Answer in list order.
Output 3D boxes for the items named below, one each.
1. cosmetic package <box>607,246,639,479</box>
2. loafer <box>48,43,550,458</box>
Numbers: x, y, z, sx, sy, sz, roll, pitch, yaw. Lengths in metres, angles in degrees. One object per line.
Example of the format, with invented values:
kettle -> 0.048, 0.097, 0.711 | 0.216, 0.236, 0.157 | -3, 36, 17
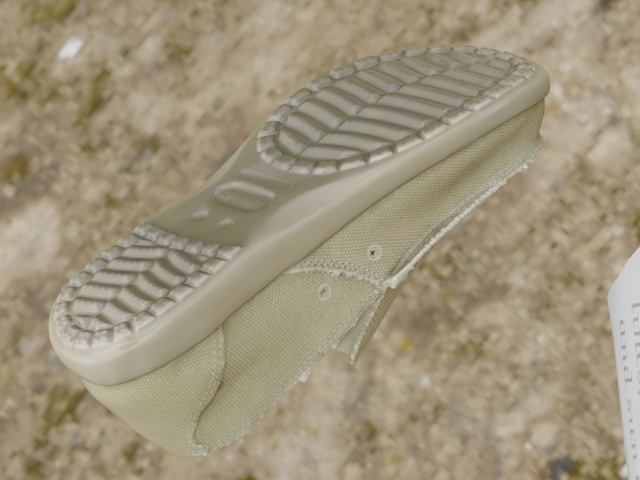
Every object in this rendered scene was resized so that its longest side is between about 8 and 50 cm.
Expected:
cosmetic package -> 0.259, 0.080, 0.292 | 0.156, 0.384, 0.217 | 103, 169, -67
loafer -> 0.000, 0.000, 0.761 | 0.268, 0.092, 0.102 | -34, 36, -23
